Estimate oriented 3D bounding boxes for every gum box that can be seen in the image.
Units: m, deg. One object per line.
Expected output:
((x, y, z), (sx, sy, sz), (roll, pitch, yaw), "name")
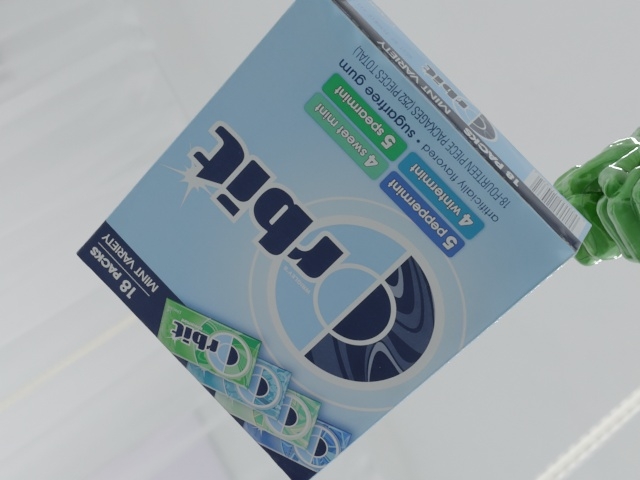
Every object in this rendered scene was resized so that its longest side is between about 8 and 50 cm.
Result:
((0.000, 0.000, 0.581), (0.157, 0.041, 0.184), (46, -62, 2), "gum box")

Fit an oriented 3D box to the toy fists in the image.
((0.286, -0.044, 1.119), (0.096, 0.142, 0.279), (51, -9, -9), "toy fists")
